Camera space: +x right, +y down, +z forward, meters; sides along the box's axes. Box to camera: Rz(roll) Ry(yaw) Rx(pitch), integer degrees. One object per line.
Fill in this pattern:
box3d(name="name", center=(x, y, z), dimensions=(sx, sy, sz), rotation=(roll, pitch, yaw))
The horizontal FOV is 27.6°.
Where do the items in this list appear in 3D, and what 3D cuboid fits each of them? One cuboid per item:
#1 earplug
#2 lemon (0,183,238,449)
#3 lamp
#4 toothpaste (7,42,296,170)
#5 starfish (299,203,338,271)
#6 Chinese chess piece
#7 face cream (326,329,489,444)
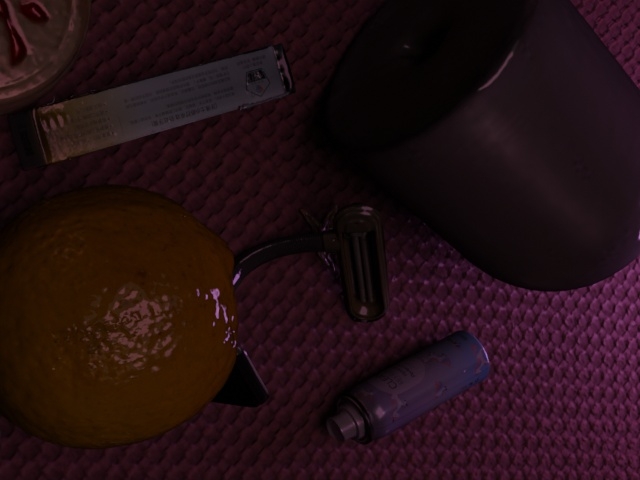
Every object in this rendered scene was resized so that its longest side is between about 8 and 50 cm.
box3d(name="earplug", center=(0.239, -0.115, 1.579), dimensions=(0.394, 0.313, 0.312), rotation=(42, 72, -31))
box3d(name="lemon", center=(-0.218, 0.077, 1.317), dimensions=(0.293, 0.293, 0.293), rotation=(-3, 96, -33))
box3d(name="lamp", center=(-0.042, 0.096, 1.545), dimensions=(0.283, 0.124, 0.203), rotation=(-45, 136, -25))
box3d(name="toothpaste", center=(-0.180, -0.151, 1.431), dimensions=(0.313, 0.089, 0.071), rotation=(-20, 98, -29))
box3d(name="starfish", center=(0.000, 0.000, 1.602), dimensions=(0.092, 0.016, 0.086), rotation=(-11, 98, -37))
box3d(name="Chinese chess piece", center=(-0.354, -0.246, 1.303), dimensions=(0.250, 0.103, 0.249), rotation=(-2, 93, -32))
box3d(name="face cream", center=(0.108, 0.192, 1.652), dimensions=(0.229, 0.075, 0.075), rotation=(-26, 107, -29))
